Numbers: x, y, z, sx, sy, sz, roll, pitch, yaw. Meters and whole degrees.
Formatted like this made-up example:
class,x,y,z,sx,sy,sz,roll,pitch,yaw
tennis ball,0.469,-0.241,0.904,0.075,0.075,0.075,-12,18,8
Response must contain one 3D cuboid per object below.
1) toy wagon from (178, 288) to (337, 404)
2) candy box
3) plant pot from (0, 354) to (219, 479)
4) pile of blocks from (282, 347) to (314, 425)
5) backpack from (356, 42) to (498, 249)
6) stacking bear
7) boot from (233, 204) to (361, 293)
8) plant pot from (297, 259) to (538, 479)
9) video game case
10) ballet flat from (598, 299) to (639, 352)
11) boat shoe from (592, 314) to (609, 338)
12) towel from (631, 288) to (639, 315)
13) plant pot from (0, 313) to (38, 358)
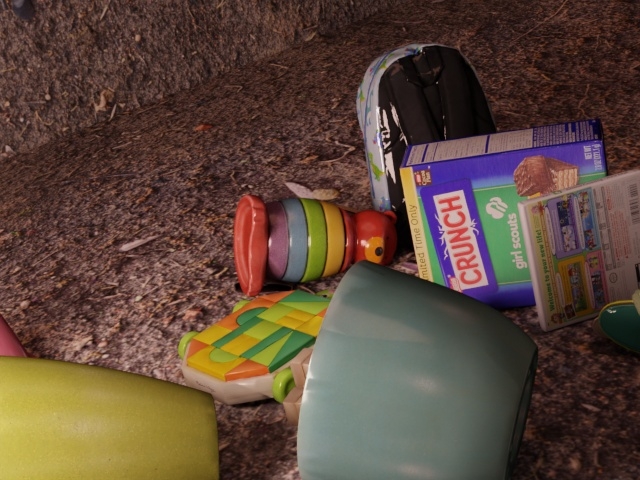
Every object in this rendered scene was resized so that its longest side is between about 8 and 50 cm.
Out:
class,x,y,z,sx,sy,sz,roll,pitch,yaw
toy wagon,-0.061,0.153,1.678,0.344,0.068,0.267,-32,30,-34
candy box,0.306,-0.034,1.644,0.317,0.268,0.122,-7,21,17
plant pot,-0.286,0.278,1.341,0.294,0.274,0.275,-2,22,-13
pile of blocks,0.112,0.164,1.506,0.362,0.112,0.149,-22,25,-17
backpack,0.200,-0.202,1.963,0.290,0.355,0.273,-18,23,-6
stacking bear,0.000,0.000,1.837,0.289,0.175,0.164,0,14,-16
boot,-0.030,0.028,1.956,0.249,0.090,0.206,-2,40,15
plant pot,0.133,0.191,1.251,0.235,0.293,0.293,13,32,17
video game case,0.409,0.016,1.546,0.193,0.212,0.023,-16,19,-5
ballet flat,0.513,0.126,1.438,0.231,0.077,0.077,6,11,32
boat shoe,0.461,0.115,1.506,0.125,0.046,0.038,-9,24,3
towel,0.550,0.151,1.297,0.248,0.038,0.324,-10,39,11
plant pot,-0.575,0.207,1.702,0.201,0.180,0.201,-11,25,5
